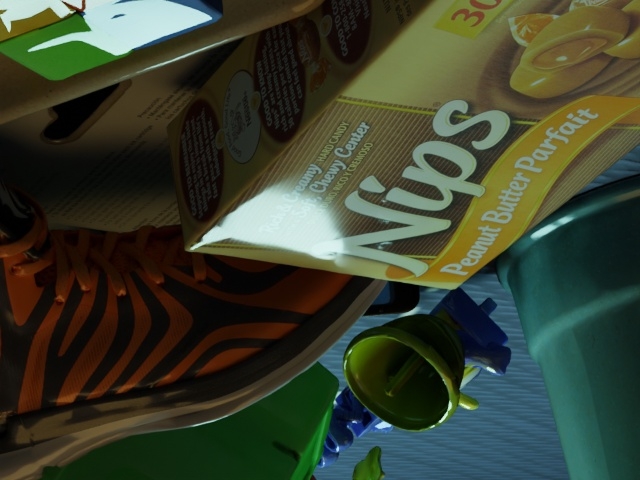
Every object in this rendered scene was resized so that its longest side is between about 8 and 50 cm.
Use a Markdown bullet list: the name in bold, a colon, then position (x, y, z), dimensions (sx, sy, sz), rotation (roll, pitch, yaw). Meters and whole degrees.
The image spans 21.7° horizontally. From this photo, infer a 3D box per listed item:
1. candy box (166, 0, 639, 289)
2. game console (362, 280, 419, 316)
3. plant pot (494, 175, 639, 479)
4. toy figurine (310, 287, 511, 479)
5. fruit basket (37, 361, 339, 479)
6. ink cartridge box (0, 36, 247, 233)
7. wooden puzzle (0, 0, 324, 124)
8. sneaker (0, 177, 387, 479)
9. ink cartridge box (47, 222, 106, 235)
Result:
- **candy box**: position (0.078, -0.090, 0.828), dimensions (0.183, 0.087, 0.316), rotation (9, 147, -32)
- **game console**: position (0.000, 0.000, 1.039), dimensions (0.122, 0.071, 0.107), rotation (-6, 158, -1)
- **plant pot**: position (0.335, 0.150, 1.370), dimensions (0.341, 0.334, 0.341), rotation (-5, 160, -2)
- **toy figurine**: position (0.067, 0.079, 1.392), dimensions (0.217, 0.191, 0.362), rotation (-31, 166, -29)
- **fruit basket**: position (-0.214, 0.172, 1.188), dimensions (0.392, 0.392, 0.283), rotation (-5, 155, -7)
- **ink cartridge box**: position (-0.033, -0.085, 1.005), dimensions (0.330, 0.071, 0.324), rotation (10, 154, -31)
- **wooden puzzle**: position (-0.203, -0.124, 0.689), dimensions (0.322, 0.080, 0.348), rotation (-16, 154, 24)
- **sneaker**: position (-0.126, 0.018, 0.953), dimensions (0.321, 0.124, 0.180), rotation (-25, 117, -2)
- **ink cartridge box**: position (-0.227, 0.036, 1.277), dimensions (0.239, 0.060, 0.275), rotation (-23, 155, 18)
